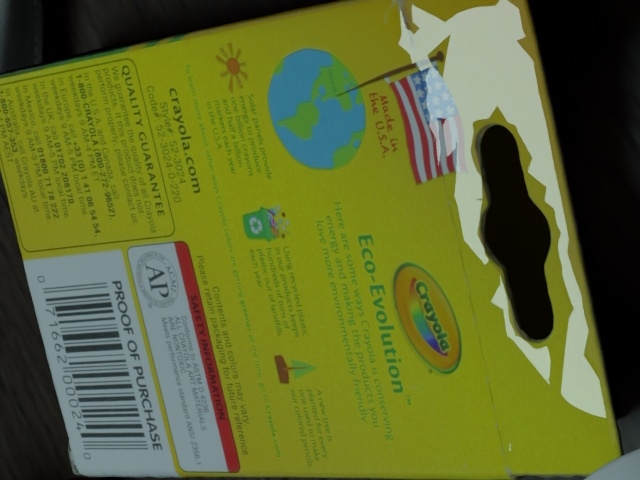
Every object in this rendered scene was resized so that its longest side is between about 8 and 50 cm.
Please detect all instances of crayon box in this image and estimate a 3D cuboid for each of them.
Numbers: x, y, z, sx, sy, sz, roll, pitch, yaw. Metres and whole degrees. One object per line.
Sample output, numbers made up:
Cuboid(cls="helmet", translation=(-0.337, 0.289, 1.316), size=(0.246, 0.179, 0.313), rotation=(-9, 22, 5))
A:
Cuboid(cls="crayon box", translation=(0.000, 0.000, 0.841), size=(0.318, 0.081, 0.202), rotation=(-5, 101, 43))

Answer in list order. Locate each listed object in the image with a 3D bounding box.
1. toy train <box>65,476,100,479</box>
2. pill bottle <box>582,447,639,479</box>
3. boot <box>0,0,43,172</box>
Cuboid(cls="toy train", translation=(-0.149, 0.222, 0.948), size=(0.248, 0.143, 0.105), rotation=(-124, 39, -54))
Cuboid(cls="pill bottle", translation=(0.161, 0.207, 0.663), size=(0.152, 0.152, 0.272), rotation=(-41, 47, 42))
Cuboid(cls="boot", translation=(-0.164, -0.161, 0.921), size=(0.123, 0.095, 0.258), rotation=(-6, 99, 50))
